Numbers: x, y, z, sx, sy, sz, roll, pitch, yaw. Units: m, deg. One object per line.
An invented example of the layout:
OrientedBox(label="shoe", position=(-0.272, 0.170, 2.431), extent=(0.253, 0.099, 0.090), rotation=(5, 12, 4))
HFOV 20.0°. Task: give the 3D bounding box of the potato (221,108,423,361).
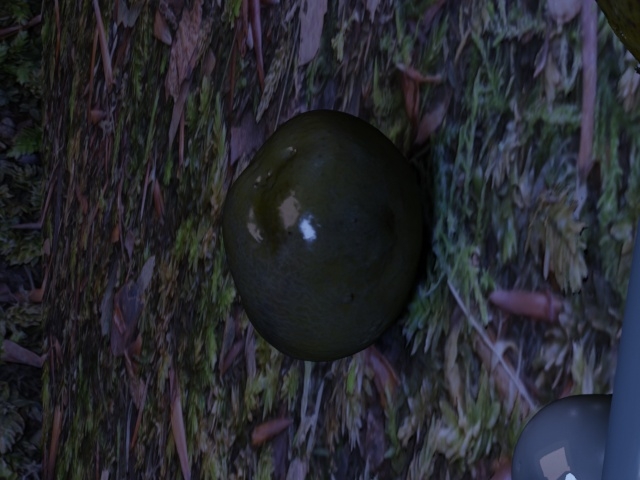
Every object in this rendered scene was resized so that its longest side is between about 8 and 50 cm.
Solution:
OrientedBox(label="potato", position=(0.000, 0.000, 1.414), extent=(0.178, 0.160, 0.235), rotation=(-63, 1, -19))

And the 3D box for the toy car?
OrientedBox(label="toy car", position=(0.156, 0.119, 0.942), extent=(0.139, 0.112, 0.112), rotation=(128, 145, -59))

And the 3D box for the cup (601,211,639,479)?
OrientedBox(label="cup", position=(0.248, 0.057, 0.477), extent=(0.356, 0.259, 0.274), rotation=(3, 73, 37))

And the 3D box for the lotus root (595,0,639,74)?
OrientedBox(label="lotus root", position=(0.219, -0.218, 0.755), extent=(0.179, 0.196, 0.397), rotation=(-106, 26, -61))
